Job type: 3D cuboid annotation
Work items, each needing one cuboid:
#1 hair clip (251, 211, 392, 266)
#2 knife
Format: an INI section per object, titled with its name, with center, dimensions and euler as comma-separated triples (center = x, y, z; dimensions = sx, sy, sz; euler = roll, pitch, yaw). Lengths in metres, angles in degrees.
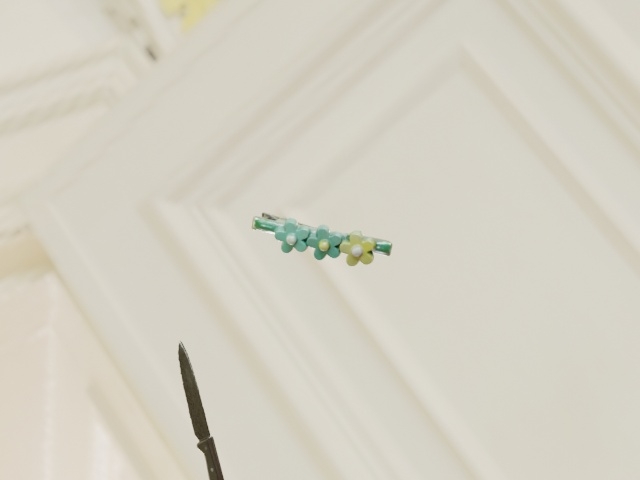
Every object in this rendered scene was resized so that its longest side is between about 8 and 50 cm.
[hair clip]
center = 0.000, 0.001, 2.396
dimensions = 0.049, 0.173, 0.049
euler = 12, -90, -80
[knife]
center = -0.118, 0.181, 1.954
dimensions = 0.023, 0.170, 0.010
euler = -8, 9, 35
